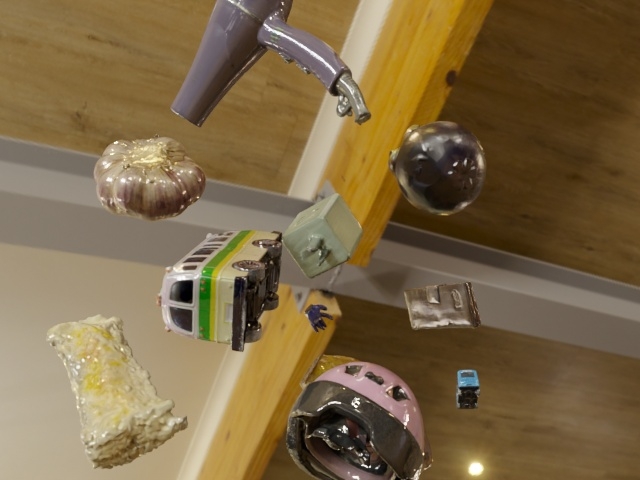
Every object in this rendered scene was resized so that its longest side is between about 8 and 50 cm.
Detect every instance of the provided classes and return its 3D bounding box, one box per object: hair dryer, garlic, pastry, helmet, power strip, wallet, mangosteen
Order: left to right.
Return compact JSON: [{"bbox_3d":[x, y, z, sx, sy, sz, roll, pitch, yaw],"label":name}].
[{"bbox_3d":[-0.289,0.194,0.800,0.121,0.258,0.089,-7,-61,-37],"label":"pastry"},{"bbox_3d":[-0.374,-0.124,1.314,0.245,0.245,0.160,-6,-51,-12],"label":"garlic"},{"bbox_3d":[-0.066,-0.269,0.956,0.301,0.361,0.121,-56,-29,7],"label":"hair dryer"},{"bbox_3d":[0.000,0.000,1.502,0.140,0.224,0.139,-26,-74,28],"label":"power strip"},{"bbox_3d":[0.060,0.267,0.840,0.154,0.198,0.253,-55,-25,-27],"label":"helmet"},{"bbox_3d":[0.231,-0.152,1.229,0.194,0.230,0.194,-9,-71,-27],"label":"mangosteen"},{"bbox_3d":[0.323,0.179,1.602,0.042,0.230,0.124,-11,-92,-35],"label":"wallet"}]

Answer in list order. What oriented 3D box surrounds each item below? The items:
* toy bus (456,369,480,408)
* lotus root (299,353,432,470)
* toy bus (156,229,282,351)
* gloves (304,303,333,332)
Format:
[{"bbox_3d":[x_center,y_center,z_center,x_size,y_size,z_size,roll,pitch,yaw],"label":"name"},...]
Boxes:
[{"bbox_3d":[0.266,0.272,1.080,0.038,0.046,0.083,-3,-44,7],"label":"toy bus"},{"bbox_3d":[0.072,0.349,1.139,0.193,0.291,0.193,-37,-10,-8],"label":"lotus root"},{"bbox_3d":[-0.176,0.077,1.141,0.179,0.305,0.143,6,-73,7],"label":"toy bus"},{"bbox_3d":[-0.003,0.193,1.503,0.064,0.026,0.086,-45,-57,-21],"label":"gloves"}]
